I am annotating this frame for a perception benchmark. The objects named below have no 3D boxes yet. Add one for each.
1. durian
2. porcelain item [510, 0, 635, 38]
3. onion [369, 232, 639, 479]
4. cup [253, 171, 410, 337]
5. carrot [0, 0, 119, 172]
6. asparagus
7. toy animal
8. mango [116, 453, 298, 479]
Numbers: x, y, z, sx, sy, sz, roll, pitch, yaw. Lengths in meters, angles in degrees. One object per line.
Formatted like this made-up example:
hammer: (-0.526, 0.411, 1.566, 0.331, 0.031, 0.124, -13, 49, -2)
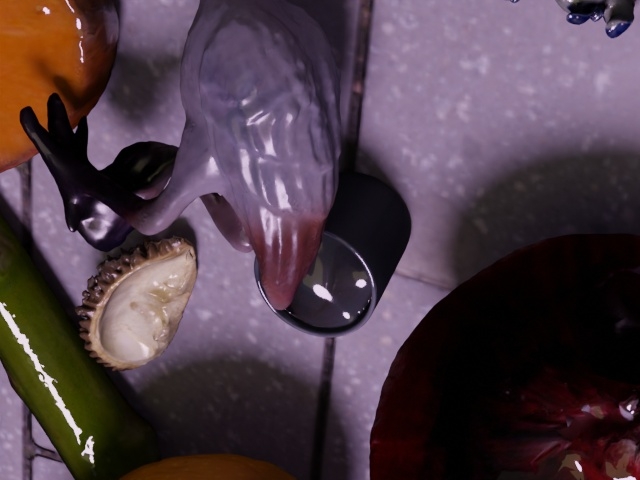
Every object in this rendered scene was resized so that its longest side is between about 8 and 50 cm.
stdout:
durian: (-0.124, 0.041, 1.303, 0.066, 0.052, 0.130, 28, 128, 4)
porcelain item: (0.106, -0.147, 1.053, 0.136, 0.075, 0.021, 41, 130, -4)
onion: (0.163, 0.121, 1.078, 0.273, 0.273, 0.285, 30, 165, 5)
cup: (0.000, 0.000, 1.199, 0.100, 0.077, 0.078, 29, 129, 5)
carrot: (-0.274, -0.142, 1.227, 0.307, 0.100, 0.258, 9, 128, 17)
asparagus: (-0.196, 0.060, 1.348, 0.067, 0.060, 0.277, -3, 121, 51)
toy animal: (-0.041, -0.097, 1.109, 0.195, 0.090, 0.324, 40, 117, 10)
mango: (-0.100, 0.247, 1.356, 0.187, 0.144, 0.359, 16, 146, -16)
